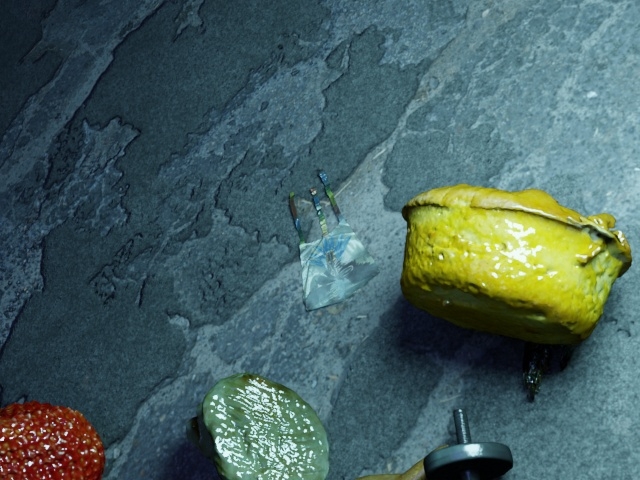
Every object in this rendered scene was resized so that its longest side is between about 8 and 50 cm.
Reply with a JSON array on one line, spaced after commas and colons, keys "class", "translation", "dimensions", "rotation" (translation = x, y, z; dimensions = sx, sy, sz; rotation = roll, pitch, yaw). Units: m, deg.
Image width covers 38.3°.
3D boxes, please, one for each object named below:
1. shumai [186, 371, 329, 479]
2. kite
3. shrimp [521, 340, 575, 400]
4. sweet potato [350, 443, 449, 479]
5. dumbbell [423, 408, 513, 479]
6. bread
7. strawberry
[{"class": "shumai", "translation": [-0.120, 0.386, 1.695], "dimensions": [0.272, 0.222, 0.203], "rotation": [59, 147, 23]}, {"class": "kite", "translation": [-0.001, -0.001, 1.891], "dimensions": [0.169, 0.015, 0.310], "rotation": [-34, 53, 14]}, {"class": "shrimp", "translation": [0.379, 0.189, 1.540], "dimensions": [0.091, 0.034, 0.161], "rotation": [1, 65, 33]}, {"class": "sweet potato", "translation": [0.103, 0.427, 1.571], "dimensions": [0.281, 0.059, 0.067], "rotation": [-23, 37, 19]}, {"class": "dumbbell", "translation": [0.242, 0.419, 1.434], "dimensions": [0.143, 0.143, 0.325], "rotation": [-20, 57, 22]}, {"class": "bread", "translation": [0.303, 0.046, 1.476], "dimensions": [0.358, 0.337, 0.204], "rotation": [4, 75, 40]}, {"class": "strawberry", "translation": [-0.625, 0.450, 1.830], "dimensions": [0.312, 0.351, 0.267], "rotation": [-15, 67, 19]}]
